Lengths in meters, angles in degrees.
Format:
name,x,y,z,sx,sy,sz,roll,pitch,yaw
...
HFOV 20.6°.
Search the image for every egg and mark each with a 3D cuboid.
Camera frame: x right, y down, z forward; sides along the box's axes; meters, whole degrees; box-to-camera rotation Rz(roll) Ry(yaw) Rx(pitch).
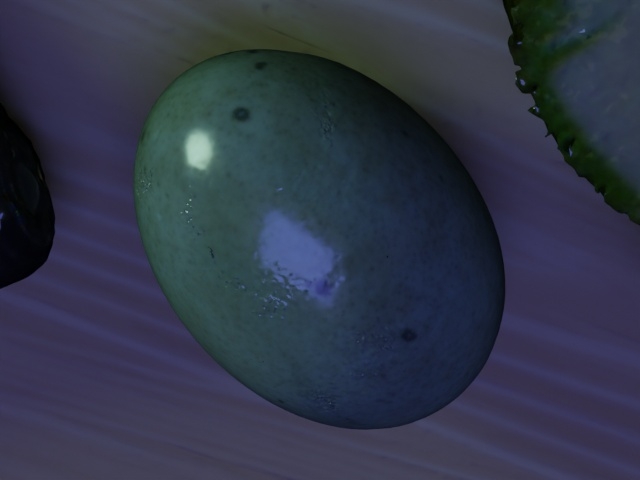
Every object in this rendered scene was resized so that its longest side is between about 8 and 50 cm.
name,x,y,z,sx,sy,sz,roll,pitch,yaw
egg,0.000,0.000,0.931,0.169,0.169,0.236,-30,116,16

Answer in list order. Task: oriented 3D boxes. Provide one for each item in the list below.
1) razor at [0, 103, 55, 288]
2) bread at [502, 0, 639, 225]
name,x,y,z,sx,sy,sz,roll,pitch,yaw
razor,-0.320,-0.014,0.951,0.327,0.107,0.189,-18,121,8
bread,0.257,-0.113,0.891,0.366,0.129,0.382,11,122,-11
